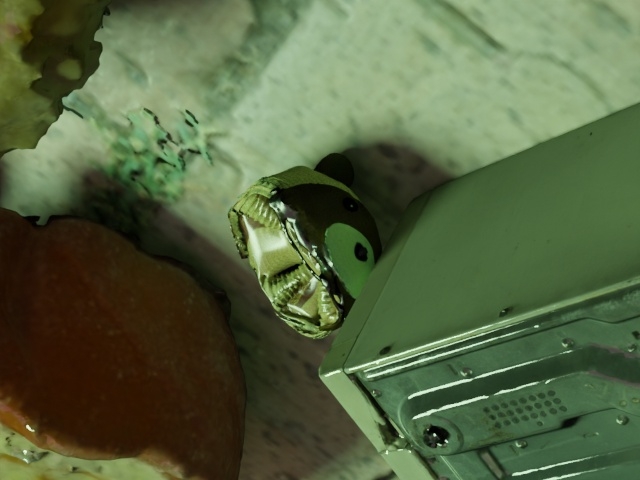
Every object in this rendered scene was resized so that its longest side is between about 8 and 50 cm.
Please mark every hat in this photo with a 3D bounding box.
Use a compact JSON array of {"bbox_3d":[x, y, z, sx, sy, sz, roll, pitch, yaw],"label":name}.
[{"bbox_3d":[0.000,0.000,0.550,0.077,0.059,0.076,56,151,3],"label":"hat"}]

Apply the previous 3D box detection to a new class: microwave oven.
[{"bbox_3d":[0.151,0.081,0.490,0.194,0.145,0.240,-20,115,40],"label":"microwave oven"}]

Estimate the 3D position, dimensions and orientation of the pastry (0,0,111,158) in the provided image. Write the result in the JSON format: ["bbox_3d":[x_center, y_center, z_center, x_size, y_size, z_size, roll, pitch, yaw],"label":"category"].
[{"bbox_3d":[-0.205,-0.134,0.459,0.236,0.120,0.257,-34,124,15],"label":"pastry"}]

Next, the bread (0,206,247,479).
[{"bbox_3d":[-0.142,0.108,0.662,0.190,0.123,0.244,19,140,-10],"label":"bread"}]
